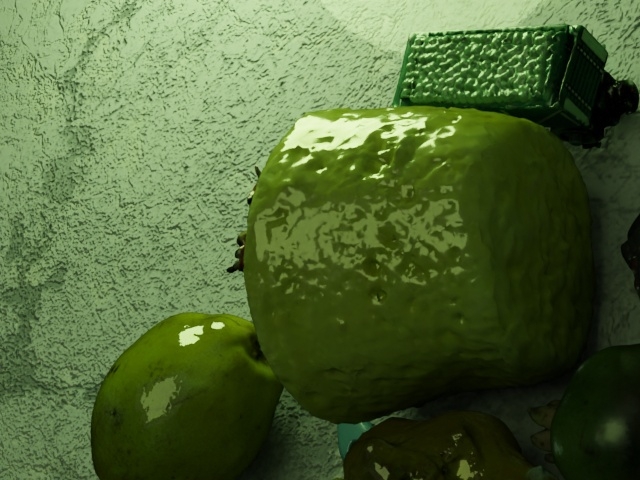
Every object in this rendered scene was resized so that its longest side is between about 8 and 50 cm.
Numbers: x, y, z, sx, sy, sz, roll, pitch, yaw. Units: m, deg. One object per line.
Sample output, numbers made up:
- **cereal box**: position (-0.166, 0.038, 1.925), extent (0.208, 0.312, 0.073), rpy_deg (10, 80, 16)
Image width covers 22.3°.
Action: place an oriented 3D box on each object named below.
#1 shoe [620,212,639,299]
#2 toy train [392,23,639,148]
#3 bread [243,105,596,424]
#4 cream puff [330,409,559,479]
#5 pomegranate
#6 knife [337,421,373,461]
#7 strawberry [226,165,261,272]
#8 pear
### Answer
- **shoe**: position (0.362, 0.011, 1.658), extent (0.112, 0.099, 0.227), rpy_deg (7, 71, 50)
- **toy train**: position (0.218, -0.161, 1.815), extent (0.269, 0.154, 0.115), rpy_deg (4, 75, 42)
- **bread**: position (0.108, 0.021, 1.703), extent (0.308, 0.348, 0.348), rpy_deg (-4, 68, 34)
- **cream puff**: position (0.085, 0.339, 1.614), extent (0.378, 0.275, 0.378), rpy_deg (-21, 57, 36)
- **pomegranate**: position (0.294, 0.188, 1.580), extent (0.225, 0.187, 0.187), rpy_deg (-3, 68, 55)
- **knife**: position (0.034, 0.160, 1.917), extent (0.058, 0.032, 0.244), rpy_deg (-33, 48, 28)
- **strawberry**: position (0.001, -0.001, 1.992), extent (0.208, 0.087, 0.167), rpy_deg (20, 105, 19)
- **pear**: position (-0.163, 0.204, 1.937), extent (0.269, 0.212, 0.212), rpy_deg (-43, 48, 13)
